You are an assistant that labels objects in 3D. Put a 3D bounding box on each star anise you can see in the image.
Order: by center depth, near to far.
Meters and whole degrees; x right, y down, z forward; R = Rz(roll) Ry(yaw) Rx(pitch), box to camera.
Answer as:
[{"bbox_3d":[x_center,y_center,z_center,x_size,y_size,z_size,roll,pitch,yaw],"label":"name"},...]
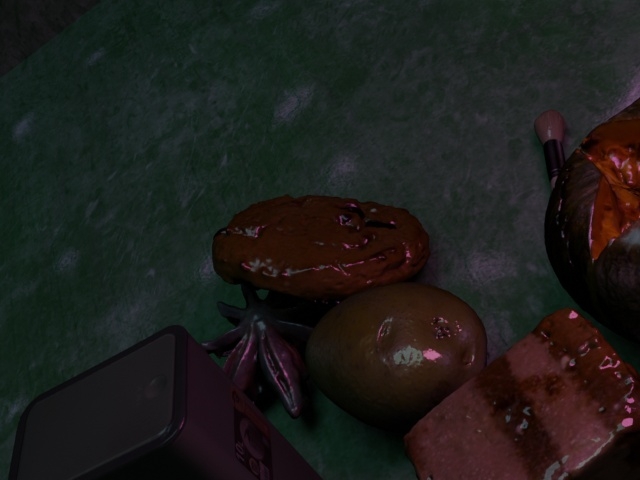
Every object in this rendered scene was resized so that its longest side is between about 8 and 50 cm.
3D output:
[{"bbox_3d":[-0.057,0.140,1.537,0.198,0.111,0.258,4,60,26],"label":"star anise"}]

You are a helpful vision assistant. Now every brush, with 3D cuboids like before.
[{"bbox_3d":[0.304,-0.063,1.485,0.042,0.039,0.299,-24,42,27],"label":"brush"}]

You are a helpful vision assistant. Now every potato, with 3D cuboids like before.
[{"bbox_3d":[0.080,0.137,1.369,0.174,0.159,0.251,-35,18,-36],"label":"potato"}]

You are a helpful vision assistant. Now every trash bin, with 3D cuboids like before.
[{"bbox_3d":[-0.133,0.276,1.250,0.223,0.343,0.158,-29,38,18],"label":"trash bin"}]

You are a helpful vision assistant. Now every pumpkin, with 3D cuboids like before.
[{"bbox_3d":[0.393,-0.035,1.231,0.320,0.192,0.320,-25,40,23],"label":"pumpkin"}]

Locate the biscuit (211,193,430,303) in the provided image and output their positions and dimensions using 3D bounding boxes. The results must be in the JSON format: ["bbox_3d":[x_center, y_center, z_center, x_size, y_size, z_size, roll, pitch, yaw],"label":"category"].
[{"bbox_3d":[0.001,-0.002,1.541,0.295,0.075,0.296,0,22,0],"label":"biscuit"}]

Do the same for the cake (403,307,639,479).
[{"bbox_3d":[0.201,0.235,1.121,0.293,0.199,0.196,-36,38,8],"label":"cake"}]
